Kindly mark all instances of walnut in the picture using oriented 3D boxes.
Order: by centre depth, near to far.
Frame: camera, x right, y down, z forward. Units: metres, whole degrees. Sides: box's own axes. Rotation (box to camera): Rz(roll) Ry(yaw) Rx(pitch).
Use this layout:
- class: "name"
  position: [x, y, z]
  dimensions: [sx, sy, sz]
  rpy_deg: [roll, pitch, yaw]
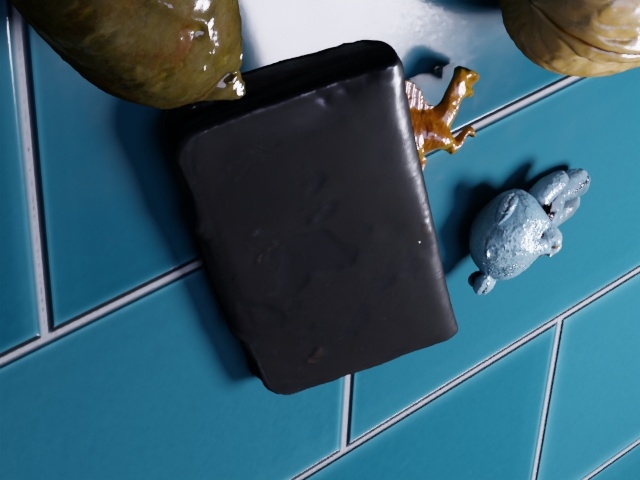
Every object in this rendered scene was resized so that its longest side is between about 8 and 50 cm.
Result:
- class: "walnut"
  position: [0.250, -0.224, 1.387]
  dimensions: [0.197, 0.165, 0.165]
  rpy_deg: [-9, 125, -42]

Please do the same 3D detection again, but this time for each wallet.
- class: "wallet"
  position: [0.000, 0.000, 1.315]
  dimensions: [0.197, 0.051, 0.377]
  rpy_deg: [-18, 139, 0]

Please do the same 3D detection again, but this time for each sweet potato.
- class: "sweet potato"
  position: [-0.162, -0.214, 0.954]
  dimensions: [0.130, 0.130, 0.422]
  rpy_deg: [-46, 139, -12]

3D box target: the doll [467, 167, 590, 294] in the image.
- class: "doll"
  position: [0.221, -0.014, 1.590]
  dimensions: [0.180, 0.075, 0.120]
  rpy_deg: [-21, 136, -38]

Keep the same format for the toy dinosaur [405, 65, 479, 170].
- class: "toy dinosaur"
  position: [0.056, -0.085, 1.362]
  dimensions: [0.212, 0.057, 0.142]
  rpy_deg: [-4, 119, -48]
